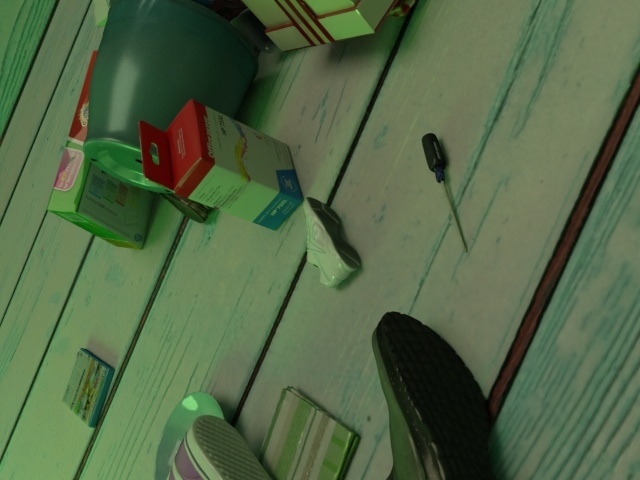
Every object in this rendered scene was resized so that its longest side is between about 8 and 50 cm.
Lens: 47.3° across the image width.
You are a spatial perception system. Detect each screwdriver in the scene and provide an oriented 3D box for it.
[{"bbox_3d":[0.146,-0.060,0.865,0.024,0.025,0.170,-37,47,36],"label":"screwdriver"}]

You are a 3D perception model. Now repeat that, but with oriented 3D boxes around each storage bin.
[{"bbox_3d":[-0.052,-0.381,1.224,0.135,0.098,0.091,-8,40,50],"label":"storage bin"}]

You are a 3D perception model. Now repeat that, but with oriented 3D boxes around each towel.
[{"bbox_3d":[-0.017,0.262,0.919,0.152,0.023,0.113,21,92,51],"label":"towel"}]

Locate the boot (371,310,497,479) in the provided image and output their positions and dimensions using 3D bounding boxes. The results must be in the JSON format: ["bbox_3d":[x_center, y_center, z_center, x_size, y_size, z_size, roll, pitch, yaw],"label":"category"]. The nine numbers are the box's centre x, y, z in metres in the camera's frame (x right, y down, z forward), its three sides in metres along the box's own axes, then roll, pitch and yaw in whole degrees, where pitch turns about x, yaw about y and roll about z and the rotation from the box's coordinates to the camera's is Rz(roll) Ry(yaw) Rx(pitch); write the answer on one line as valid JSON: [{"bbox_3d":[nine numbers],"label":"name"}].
[{"bbox_3d":[0.074,0.254,0.735,0.223,0.118,0.338,-51,36,30],"label":"boot"}]

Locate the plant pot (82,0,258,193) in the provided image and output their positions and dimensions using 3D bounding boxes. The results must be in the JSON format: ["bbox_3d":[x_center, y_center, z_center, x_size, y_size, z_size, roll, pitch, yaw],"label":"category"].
[{"bbox_3d":[-0.272,-0.229,1.238,0.271,0.271,0.255,-6,62,50],"label":"plant pot"}]

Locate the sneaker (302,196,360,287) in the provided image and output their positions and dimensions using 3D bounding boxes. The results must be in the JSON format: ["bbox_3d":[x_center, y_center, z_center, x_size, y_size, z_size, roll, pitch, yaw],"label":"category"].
[{"bbox_3d":[0.000,0.000,0.994,0.061,0.053,0.152,-51,41,27],"label":"sneaker"}]

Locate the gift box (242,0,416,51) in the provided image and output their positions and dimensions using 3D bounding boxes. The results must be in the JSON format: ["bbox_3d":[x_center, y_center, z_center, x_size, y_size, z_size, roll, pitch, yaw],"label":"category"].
[{"bbox_3d":[0.022,-0.436,1.020,0.276,0.258,0.255,-54,33,-13],"label":"gift box"}]

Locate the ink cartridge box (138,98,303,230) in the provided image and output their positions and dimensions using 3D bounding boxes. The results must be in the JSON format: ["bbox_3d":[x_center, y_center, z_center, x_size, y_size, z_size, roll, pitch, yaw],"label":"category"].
[{"bbox_3d":[-0.147,-0.118,1.086,0.078,0.231,0.134,-44,44,29],"label":"ink cartridge box"}]

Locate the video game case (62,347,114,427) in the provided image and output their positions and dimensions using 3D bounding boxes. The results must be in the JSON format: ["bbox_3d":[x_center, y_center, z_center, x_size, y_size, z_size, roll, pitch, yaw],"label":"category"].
[{"bbox_3d":[-0.468,0.293,1.468,0.166,0.015,0.119,11,82,53],"label":"video game case"}]

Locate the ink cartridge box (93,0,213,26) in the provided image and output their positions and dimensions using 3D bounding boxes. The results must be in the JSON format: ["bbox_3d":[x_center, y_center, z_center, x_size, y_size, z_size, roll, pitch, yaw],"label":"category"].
[{"bbox_3d":[-0.296,-0.432,1.281,0.190,0.139,0.082,-9,85,50],"label":"ink cartridge box"}]

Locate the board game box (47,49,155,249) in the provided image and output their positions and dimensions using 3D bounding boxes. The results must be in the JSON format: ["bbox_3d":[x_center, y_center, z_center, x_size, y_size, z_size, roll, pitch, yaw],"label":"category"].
[{"bbox_3d":[-0.390,-0.167,1.414,0.064,0.242,0.317,7,75,17],"label":"board game box"}]

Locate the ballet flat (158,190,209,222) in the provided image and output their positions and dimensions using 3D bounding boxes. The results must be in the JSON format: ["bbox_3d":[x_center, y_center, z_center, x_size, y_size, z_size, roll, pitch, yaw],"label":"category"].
[{"bbox_3d":[-0.263,-0.094,1.359,0.058,0.084,0.250,-46,32,-9],"label":"ballet flat"}]

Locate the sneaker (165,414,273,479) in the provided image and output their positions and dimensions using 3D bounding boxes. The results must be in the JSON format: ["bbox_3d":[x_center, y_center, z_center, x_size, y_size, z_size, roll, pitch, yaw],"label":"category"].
[{"bbox_3d":[-0.110,0.373,0.905,0.161,0.102,0.282,-59,45,18],"label":"sneaker"}]

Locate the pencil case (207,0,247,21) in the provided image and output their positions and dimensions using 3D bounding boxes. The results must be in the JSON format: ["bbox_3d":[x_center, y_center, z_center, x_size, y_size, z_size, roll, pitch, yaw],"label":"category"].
[{"bbox_3d":[-0.117,-0.506,1.300,0.386,0.160,0.167,-10,80,49],"label":"pencil case"}]

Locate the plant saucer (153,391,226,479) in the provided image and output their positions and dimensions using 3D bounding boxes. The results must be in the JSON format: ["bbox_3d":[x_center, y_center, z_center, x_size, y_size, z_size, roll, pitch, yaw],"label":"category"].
[{"bbox_3d":[-0.180,0.323,1.075,0.195,0.037,0.195,-27,52,42],"label":"plant saucer"}]
